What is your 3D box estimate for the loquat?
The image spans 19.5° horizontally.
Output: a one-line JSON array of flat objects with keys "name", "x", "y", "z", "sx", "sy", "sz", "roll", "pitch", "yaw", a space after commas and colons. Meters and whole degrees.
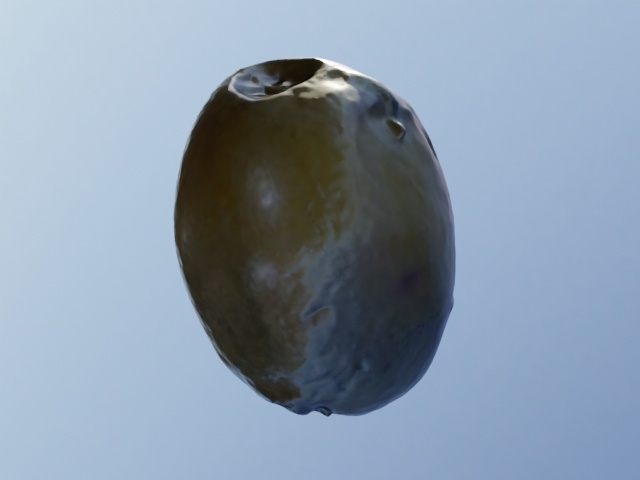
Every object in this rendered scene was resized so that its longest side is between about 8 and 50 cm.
[{"name": "loquat", "x": 0.000, "y": 0.000, "z": 1.156, "sx": 0.179, "sy": 0.179, "sz": 0.227, "roll": -136, "pitch": -151, "yaw": -70}]
